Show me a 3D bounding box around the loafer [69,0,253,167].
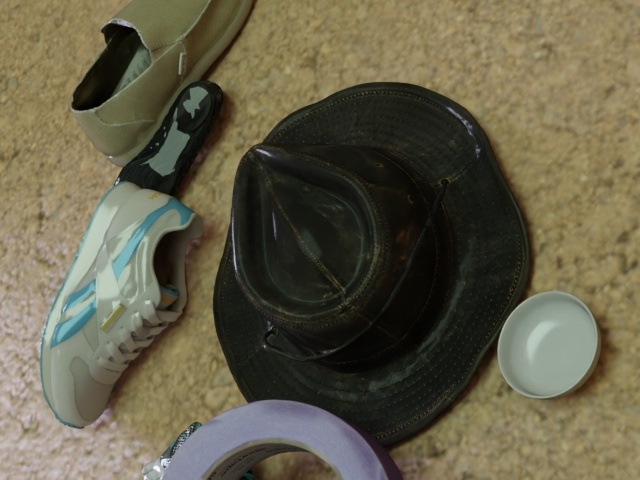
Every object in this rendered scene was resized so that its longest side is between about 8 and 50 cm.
[{"bbox_3d":[-0.150,-0.200,1.507,0.102,0.092,0.268,24,87,41],"label":"loafer"}]

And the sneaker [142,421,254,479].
[{"bbox_3d":[-0.079,0.207,1.303,0.166,0.065,0.076,36,89,39],"label":"sneaker"}]

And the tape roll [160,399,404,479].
[{"bbox_3d":[-0.028,0.218,1.199,0.189,0.080,0.189,-3,77,12],"label":"tape roll"}]

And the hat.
[{"bbox_3d":[0.000,0.000,1.282,0.331,0.134,0.331,-15,63,33],"label":"hat"}]

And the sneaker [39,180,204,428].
[{"bbox_3d":[-0.181,0.064,1.425,0.092,0.087,0.229,18,89,27],"label":"sneaker"}]

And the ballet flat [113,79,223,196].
[{"bbox_3d":[-0.143,-0.075,1.491,0.057,0.049,0.173,40,104,13],"label":"ballet flat"}]

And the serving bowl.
[{"bbox_3d":[0.175,0.081,1.182,0.083,0.027,0.083,-15,63,31],"label":"serving bowl"}]
